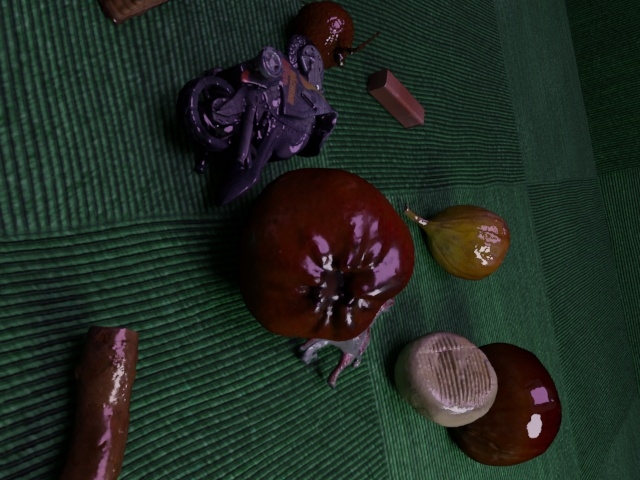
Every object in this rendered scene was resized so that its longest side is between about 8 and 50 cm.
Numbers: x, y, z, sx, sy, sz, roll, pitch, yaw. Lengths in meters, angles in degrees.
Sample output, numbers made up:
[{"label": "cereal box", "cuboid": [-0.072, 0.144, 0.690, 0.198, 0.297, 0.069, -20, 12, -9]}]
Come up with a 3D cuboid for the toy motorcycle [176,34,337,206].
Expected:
[{"label": "toy motorcycle", "cuboid": [-0.067, -0.172, 0.760, 0.307, 0.108, 0.173, -44, 121, -44]}]

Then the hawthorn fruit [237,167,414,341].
[{"label": "hawthorn fruit", "cuboid": [0.000, 0.000, 0.728, 0.224, 0.224, 0.260, 51, 13, -31]}]

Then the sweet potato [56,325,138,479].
[{"label": "sweet potato", "cuboid": [-0.218, 0.222, 0.515, 0.067, 0.059, 0.281, 74, 21, -73]}]

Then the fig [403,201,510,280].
[{"label": "fig", "cuboid": [0.266, -0.019, 1.131, 0.257, 0.159, 0.159, 24, 62, -27]}]

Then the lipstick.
[{"label": "lipstick", "cuboid": [0.153, -0.279, 1.102, 0.145, 0.045, 0.045, 31, 61, -44]}]

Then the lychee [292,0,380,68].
[{"label": "lychee", "cuboid": [0.009, -0.322, 0.876, 0.101, 0.114, 0.140, 5, 46, -23]}]

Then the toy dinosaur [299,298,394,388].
[{"label": "toy dinosaur", "cuboid": [0.035, 0.132, 0.813, 0.167, 0.053, 0.242, -57, 151, -3]}]

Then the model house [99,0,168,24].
[{"label": "model house", "cuboid": [-0.179, -0.373, 0.611, 0.182, 0.172, 0.166, 60, 44, -22]}]

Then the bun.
[{"label": "bun", "cuboid": [0.218, 0.247, 0.987, 0.188, 0.111, 0.163, -1, 58, -22]}]

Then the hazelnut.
[{"label": "hazelnut", "cuboid": [0.353, 0.332, 1.097, 0.217, 0.217, 0.251, -36, 134, -49]}]
